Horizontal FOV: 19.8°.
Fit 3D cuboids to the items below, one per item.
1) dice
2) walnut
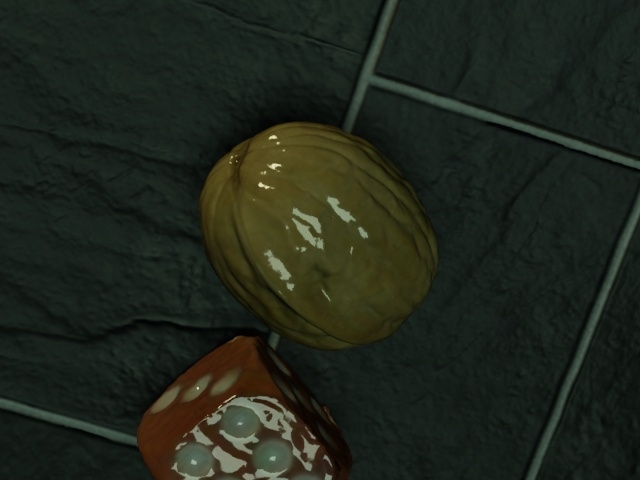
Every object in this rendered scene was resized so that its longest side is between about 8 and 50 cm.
[{"bbox_3d":[-0.082,0.223,1.953,0.174,0.179,0.175,-37,108,7],"label":"dice"},{"bbox_3d":[0.000,0.000,1.876,0.225,0.225,0.261,-43,109,8],"label":"walnut"}]
